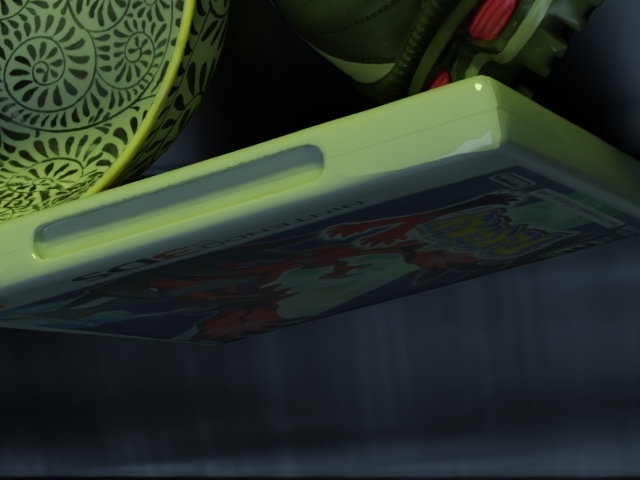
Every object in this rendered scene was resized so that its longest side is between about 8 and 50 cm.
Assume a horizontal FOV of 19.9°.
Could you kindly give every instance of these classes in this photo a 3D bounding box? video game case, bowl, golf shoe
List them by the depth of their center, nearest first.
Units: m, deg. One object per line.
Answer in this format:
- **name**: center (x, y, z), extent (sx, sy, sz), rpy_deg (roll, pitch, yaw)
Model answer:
- **golf shoe**: center (0.069, -0.150, 0.520), extent (0.120, 0.105, 0.273), rpy_deg (36, 119, 3)
- **video game case**: center (0.000, 0.000, 0.568), extent (0.183, 0.201, 0.023), rpy_deg (-16, 79, 21)
- **bowl**: center (-0.088, -0.078, 0.592), extent (0.170, 0.080, 0.170), rpy_deg (-2, 87, 31)
